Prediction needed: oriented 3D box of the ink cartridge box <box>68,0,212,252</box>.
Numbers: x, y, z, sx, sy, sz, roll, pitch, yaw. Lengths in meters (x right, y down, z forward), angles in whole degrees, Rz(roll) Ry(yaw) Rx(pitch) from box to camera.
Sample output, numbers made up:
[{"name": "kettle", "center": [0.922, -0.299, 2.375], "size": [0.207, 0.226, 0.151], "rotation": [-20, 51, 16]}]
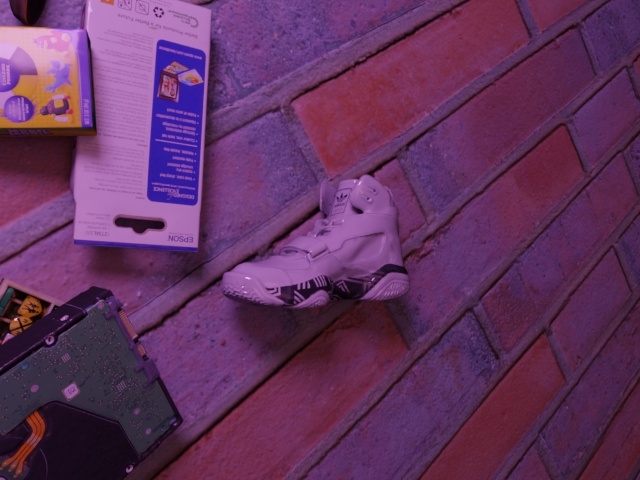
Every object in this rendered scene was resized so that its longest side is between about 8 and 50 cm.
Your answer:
[{"name": "ink cartridge box", "center": [-0.256, -0.171, 0.815], "size": [0.176, 0.069, 0.370], "rotation": [5, 83, -32]}]

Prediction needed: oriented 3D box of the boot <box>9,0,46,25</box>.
[{"name": "boot", "center": [-0.411, -0.393, 0.734], "size": [0.106, 0.082, 0.219], "rotation": [4, 90, -11]}]

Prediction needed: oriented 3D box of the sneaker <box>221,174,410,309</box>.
[{"name": "sneaker", "center": [0.000, 0.000, 0.939], "size": [0.366, 0.137, 0.210], "rotation": [0, 87, -38]}]

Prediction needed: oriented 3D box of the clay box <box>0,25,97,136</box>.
[{"name": "clay box", "center": [-0.398, -0.194, 0.698], "size": [0.222, 0.053, 0.127], "rotation": [-4, 89, -16]}]

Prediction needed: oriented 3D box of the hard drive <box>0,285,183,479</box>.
[{"name": "hard drive", "center": [-0.345, 0.241, 0.671], "size": [0.339, 0.064, 0.236], "rotation": [-41, 125, -37]}]

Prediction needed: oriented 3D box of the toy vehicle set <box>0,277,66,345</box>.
[{"name": "toy vehicle set", "center": [-0.389, 0.202, 0.729], "size": [0.166, 0.035, 0.266], "rotation": [30, 72, -29]}]
